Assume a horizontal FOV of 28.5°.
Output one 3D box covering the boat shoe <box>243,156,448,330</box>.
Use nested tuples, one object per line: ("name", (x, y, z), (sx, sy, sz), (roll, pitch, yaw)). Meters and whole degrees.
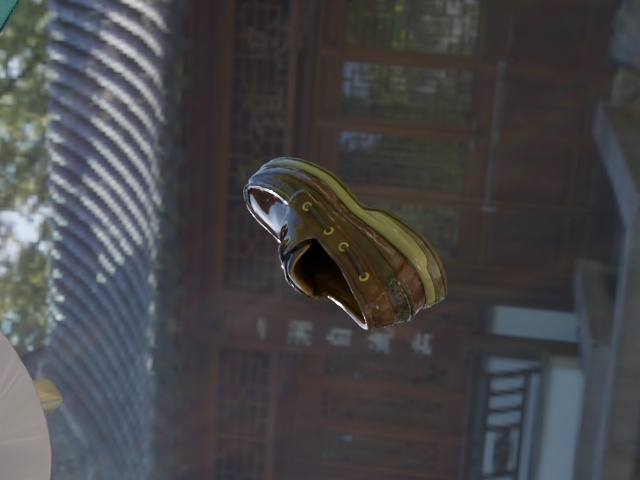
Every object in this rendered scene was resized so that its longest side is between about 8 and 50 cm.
("boat shoe", (0.000, 0.000, 0.773), (0.060, 0.178, 0.064), (-34, -50, -21))

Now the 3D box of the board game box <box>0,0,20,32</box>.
("board game box", (-0.260, -0.124, 0.504), (0.254, 0.079, 0.336), (44, -121, -36))

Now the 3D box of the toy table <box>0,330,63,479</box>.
("toy table", (-0.341, 0.169, 1.111), (0.274, 0.252, 0.161), (64, 158, 19))
